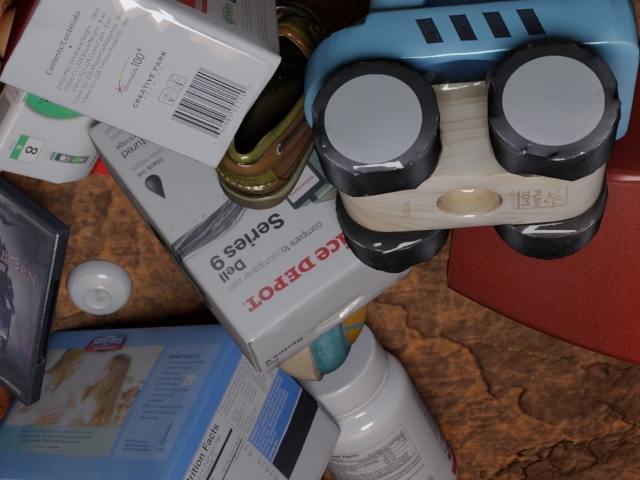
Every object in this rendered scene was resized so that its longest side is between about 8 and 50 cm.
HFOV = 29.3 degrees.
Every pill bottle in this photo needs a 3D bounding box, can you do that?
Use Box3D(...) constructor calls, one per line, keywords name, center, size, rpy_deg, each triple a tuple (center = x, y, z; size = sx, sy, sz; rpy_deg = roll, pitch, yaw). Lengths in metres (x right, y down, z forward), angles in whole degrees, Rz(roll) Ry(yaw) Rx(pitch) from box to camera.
Box3D(name="pill bottle", center=(0.064, 0.243, 1.627), size=(0.160, 0.160, 0.283), rpy_deg=(-21, 128, 12))

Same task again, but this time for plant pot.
Box3D(name="plant pot", center=(0.267, -0.055, 1.355), size=(0.235, 0.267, 0.267), rpy_deg=(7, 129, 5))

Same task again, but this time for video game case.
Box3D(name="video game case", center=(-0.386, 0.042, 1.431), size=(0.196, 0.026, 0.274), rpy_deg=(35, 130, 20))

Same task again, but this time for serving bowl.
Box3D(name="serving bowl", center=(-0.278, 0.064, 1.534), size=(0.083, 0.027, 0.083), rpy_deg=(-3, 128, -3))

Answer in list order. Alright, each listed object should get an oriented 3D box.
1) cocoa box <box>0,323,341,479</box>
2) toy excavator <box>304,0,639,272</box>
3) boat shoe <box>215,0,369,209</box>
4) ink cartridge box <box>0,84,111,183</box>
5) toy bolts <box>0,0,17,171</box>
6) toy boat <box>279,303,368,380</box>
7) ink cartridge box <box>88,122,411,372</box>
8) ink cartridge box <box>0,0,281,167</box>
Box3D(name="cocoa box", center=(-0.201, 0.257, 1.488), size=(0.347, 0.231, 0.228), rpy_deg=(-6, 137, 38))
Box3D(name="toy excavator", center=(0.199, -0.225, 1.106), size=(0.432, 0.445, 0.222), rpy_deg=(-4, 158, 8))
Box3D(name="boat shoe", center=(-0.018, -0.182, 1.183), size=(0.110, 0.307, 0.104), rpy_deg=(13, 159, 8))
Box3D(name="ink cartridge box", center=(-0.221, -0.138, 1.284), size=(0.224, 0.056, 0.181), rpy_deg=(15, 115, -42))
Box3D(name="toy bolts", center=(-0.383, -0.147, 1.242), size=(0.158, 0.218, 0.228), rpy_deg=(23, 132, -7))
Box3D(name="toy boat", center=(0.000, 0.000, 1.396), size=(0.148, 0.267, 0.318), rpy_deg=(-4, 98, 7))
Box3D(name="ink cartridge box", center=(-0.065, -0.044, 1.253), size=(0.211, 0.289, 0.121), rpy_deg=(-36, 161, -10))
Box3D(name="ink cartridge box", center=(-0.187, -0.247, 1.107), size=(0.271, 0.309, 0.130), rpy_deg=(22, 124, -20))
